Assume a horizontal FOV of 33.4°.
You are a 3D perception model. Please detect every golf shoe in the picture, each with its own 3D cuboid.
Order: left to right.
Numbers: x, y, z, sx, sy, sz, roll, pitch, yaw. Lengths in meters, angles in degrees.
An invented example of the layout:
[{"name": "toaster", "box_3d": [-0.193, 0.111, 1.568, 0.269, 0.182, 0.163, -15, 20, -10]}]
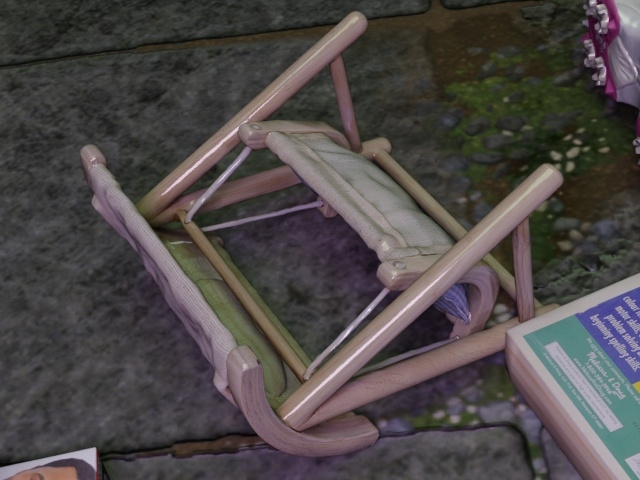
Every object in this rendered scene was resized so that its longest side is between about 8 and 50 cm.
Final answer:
[{"name": "golf shoe", "box_3d": [0.320, -0.129, 0.886, 0.140, 0.115, 0.306, -7, 46, -3]}]

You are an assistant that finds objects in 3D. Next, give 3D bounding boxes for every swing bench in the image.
[{"name": "swing bench", "box_3d": [0.000, 0.000, 0.776, 0.254, 0.165, 0.253, -30, 49, -13]}]

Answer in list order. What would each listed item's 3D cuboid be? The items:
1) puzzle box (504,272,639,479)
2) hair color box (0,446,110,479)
[{"name": "puzzle box", "box_3d": [0.330, 0.154, 0.643, 0.272, 0.052, 0.409, -21, 46, -11]}, {"name": "hair color box", "box_3d": [-0.211, 0.189, 0.700, 0.141, 0.043, 0.072, -12, 44, -4]}]
